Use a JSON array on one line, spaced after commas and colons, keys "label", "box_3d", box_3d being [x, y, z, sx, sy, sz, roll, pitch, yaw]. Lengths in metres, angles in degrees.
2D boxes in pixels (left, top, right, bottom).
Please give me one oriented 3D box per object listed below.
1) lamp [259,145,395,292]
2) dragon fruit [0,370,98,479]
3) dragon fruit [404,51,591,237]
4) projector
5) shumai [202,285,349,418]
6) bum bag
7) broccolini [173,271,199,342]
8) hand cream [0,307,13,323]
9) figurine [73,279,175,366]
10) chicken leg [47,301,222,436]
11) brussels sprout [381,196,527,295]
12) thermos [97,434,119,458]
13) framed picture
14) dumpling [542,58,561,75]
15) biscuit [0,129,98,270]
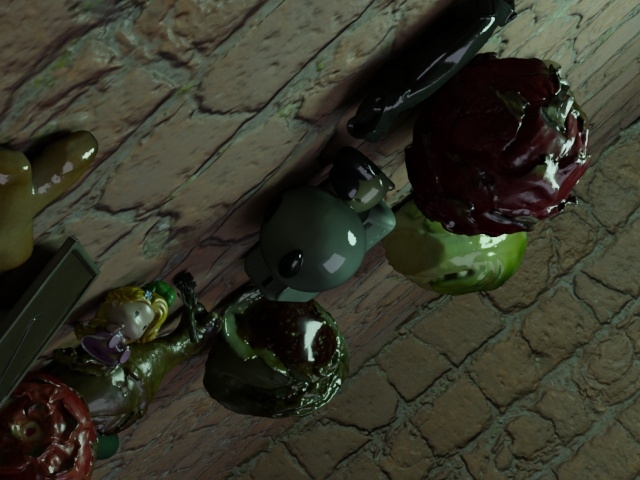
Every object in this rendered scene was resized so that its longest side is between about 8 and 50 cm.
[{"label": "lamp", "box_3d": [0.006, -0.031, 1.744, 0.244, 0.197, 0.198, -56, 166, -2]}, {"label": "dragon fruit", "box_3d": [-0.432, 0.306, 1.534, 0.241, 0.241, 0.252, -25, 131, -44]}, {"label": "dragon fruit", "box_3d": [0.298, -0.155, 1.820, 0.329, 0.329, 0.329, -37, 166, -11]}, {"label": "projector", "box_3d": [0.000, 0.000, 1.947, 0.250, 0.108, 0.198, -41, 166, 11]}, {"label": "shumai", "box_3d": [-0.081, 0.174, 2.172, 0.330, 0.292, 0.288, -39, 132, -41]}, {"label": "bum bag", "box_3d": [0.164, -0.268, 1.600, 0.326, 0.080, 0.142, -42, 174, -3]}, {"label": "broccolini", "box_3d": [-0.220, 0.115, 1.773, 0.035, 0.030, 0.140, -21, 127, -30]}, {"label": "hand cream", "box_3d": [-0.423, 0.118, 1.357, 0.111, 0.070, 0.312, -42, 174, 6]}, {"label": "figurine", "box_3d": [-0.298, 0.111, 1.611, 0.156, 0.115, 0.095, -53, 141, -33]}, {"label": "chicken leg", "box_3d": [-0.316, 0.235, 1.799, 0.361, 0.140, 0.211, -12, 142, -54]}, {"label": "brussels sprout", "box_3d": [0.305, 0.004, 2.404, 0.344, 0.268, 0.344, -24, 164, -8]}, {"label": "thermos", "box_3d": [-0.451, 0.395, 2.117, 0.073, 0.083, 0.188, -18, 168, 4]}, {"label": "framed picture", "box_3d": [-0.371, 0.121, 1.355, 0.260, 0.023, 0.189, -54, 174, -12]}, {"label": "dumpling", "box_3d": [0.361, -0.227, 2.088, 0.243, 0.175, 0.227, -25, -171, -28]}, {"label": "biscuit", "box_3d": [-0.332, -0.028, 1.126, 0.164, 0.047, 0.208, -19, 156, -53]}]
